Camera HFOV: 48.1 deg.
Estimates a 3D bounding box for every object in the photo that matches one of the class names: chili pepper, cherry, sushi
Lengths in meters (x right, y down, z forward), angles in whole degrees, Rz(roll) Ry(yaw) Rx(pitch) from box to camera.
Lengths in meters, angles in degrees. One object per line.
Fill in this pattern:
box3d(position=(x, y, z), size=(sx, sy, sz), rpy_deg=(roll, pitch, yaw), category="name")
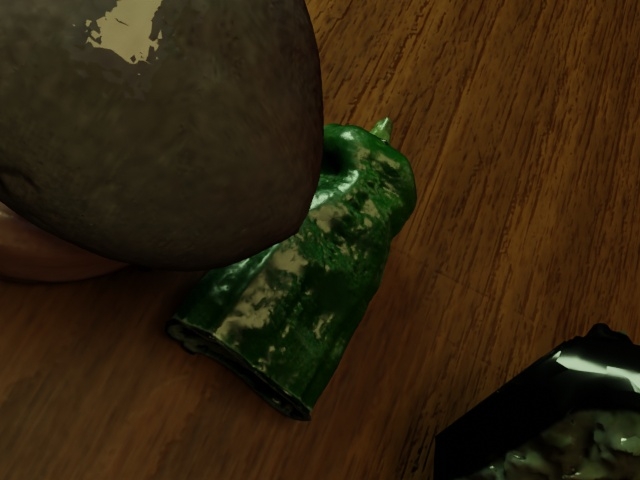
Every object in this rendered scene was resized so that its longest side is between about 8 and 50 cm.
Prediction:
box3d(position=(0.000, 0.000, 0.605), size=(0.136, 0.099, 0.270), rpy_deg=(33, 63, -3), category="chili pepper")
box3d(position=(-0.103, -0.094, 0.420), size=(0.213, 0.183, 0.266), rpy_deg=(-46, 109, -20), category="cherry")
box3d(position=(0.279, 0.195, 0.568), size=(0.329, 0.328, 0.285), rpy_deg=(44, 42, 9), category="sushi")

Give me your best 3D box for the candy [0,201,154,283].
box3d(position=(-0.196, -0.085, 0.535), size=(0.255, 0.094, 0.255), rpy_deg=(11, 66, -25), category="candy")
